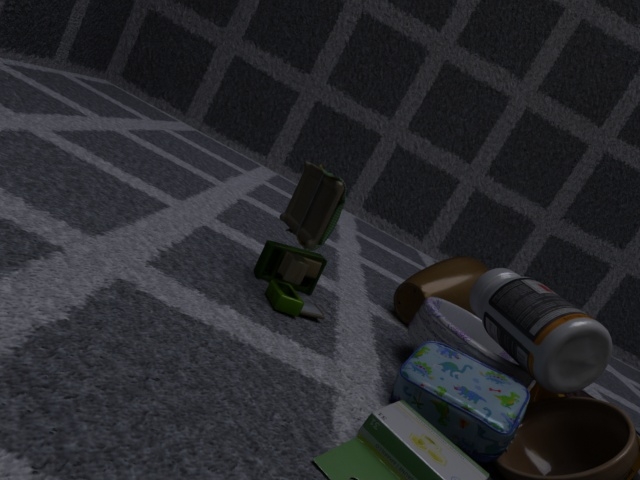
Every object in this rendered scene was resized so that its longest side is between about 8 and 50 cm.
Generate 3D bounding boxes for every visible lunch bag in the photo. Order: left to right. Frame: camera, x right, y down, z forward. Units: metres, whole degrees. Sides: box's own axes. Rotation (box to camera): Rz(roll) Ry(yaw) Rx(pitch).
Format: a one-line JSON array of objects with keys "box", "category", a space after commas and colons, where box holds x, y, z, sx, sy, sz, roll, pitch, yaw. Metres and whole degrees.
[{"box": [0.256, 0.282, 0.916, 0.219, 0.090, 0.176, 25, 29, 26], "category": "lunch bag"}]

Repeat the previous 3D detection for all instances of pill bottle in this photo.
[{"box": [0.436, 0.171, 1.037, 0.162, 0.162, 0.278, 24, 14, -22], "category": "pill bottle"}]

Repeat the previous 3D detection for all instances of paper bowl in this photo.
[{"box": [0.327, 0.263, 1.138, 0.284, 0.148, 0.284, 27, 12, -6], "category": "paper bowl"}]

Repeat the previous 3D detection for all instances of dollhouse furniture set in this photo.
[{"box": [0.000, 0.000, 1.098, 0.151, 0.301, 0.197, 19, 13, -29], "category": "dollhouse furniture set"}]

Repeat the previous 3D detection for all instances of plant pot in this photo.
[{"box": [0.342, 0.168, 1.454, 0.255, 0.237, 0.237, -2, 30, -41], "category": "plant pot"}, {"box": [0.421, 0.377, 0.863, 0.237, 0.238, 0.109, -42, 112, -77], "category": "plant pot"}]

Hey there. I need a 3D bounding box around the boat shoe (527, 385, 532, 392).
[{"box": [0.560, 0.385, 1.415, 0.050, 0.045, 0.135, 25, 13, -19], "category": "boat shoe"}]

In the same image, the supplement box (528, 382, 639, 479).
[{"box": [0.559, 0.413, 1.095, 0.194, 0.129, 0.191, 31, 12, 12], "category": "supplement box"}]

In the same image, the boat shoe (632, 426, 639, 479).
[{"box": [0.716, 0.508, 1.078, 0.121, 0.119, 0.335, 1, 0, 21], "category": "boat shoe"}]

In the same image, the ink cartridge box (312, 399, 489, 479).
[{"box": [0.120, 0.313, 0.692, 0.171, 0.056, 0.235, 37, 12, 30], "category": "ink cartridge box"}]
